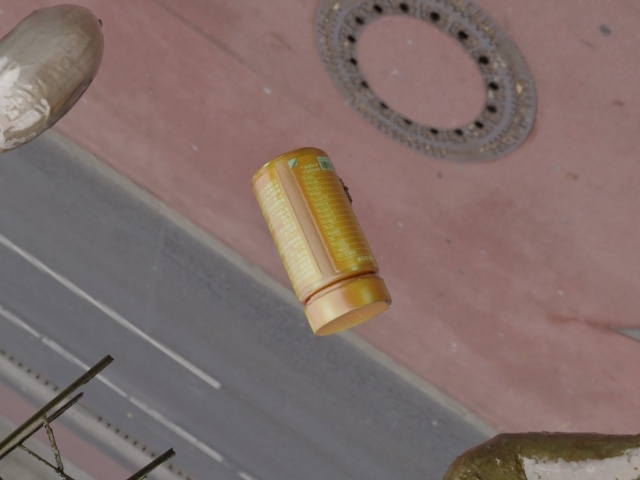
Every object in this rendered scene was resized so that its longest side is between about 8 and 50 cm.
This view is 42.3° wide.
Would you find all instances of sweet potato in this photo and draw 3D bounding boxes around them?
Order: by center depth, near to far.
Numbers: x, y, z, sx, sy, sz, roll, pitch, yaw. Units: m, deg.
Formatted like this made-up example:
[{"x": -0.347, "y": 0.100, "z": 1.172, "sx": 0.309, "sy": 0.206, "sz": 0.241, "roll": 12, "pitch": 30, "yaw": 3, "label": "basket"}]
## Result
[{"x": 0.265, "y": 0.274, "z": 0.989, "sx": 0.310, "sy": 0.098, "sz": 0.124, "roll": -14, "pitch": 177, "yaw": 8, "label": "sweet potato"}]

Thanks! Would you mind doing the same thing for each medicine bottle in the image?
[{"x": 0.000, "y": 0.000, "z": 0.911, "sx": 0.191, "sy": 0.096, "sz": 0.096, "roll": 66, "pitch": 158, "yaw": 16, "label": "medicine bottle"}]

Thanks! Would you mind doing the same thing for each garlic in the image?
[{"x": -0.268, "y": -0.162, "z": 0.784, "sx": 0.087, "sy": 0.195, "sz": 0.101, "roll": 44, "pitch": 154, "yaw": -27, "label": "garlic"}]

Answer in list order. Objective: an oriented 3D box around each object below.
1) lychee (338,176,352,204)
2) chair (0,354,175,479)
[{"x": -0.029, "y": -0.068, "z": 1.435, "sx": 0.171, "sy": 0.171, "sz": 0.171, "roll": 26, "pitch": 152, "yaw": 15, "label": "lychee"}, {"x": -0.326, "y": 0.262, "z": 0.823, "sx": 0.170, "sy": 0.326, "sz": 0.160, "roll": 52, "pitch": 140, "yaw": 6, "label": "chair"}]
